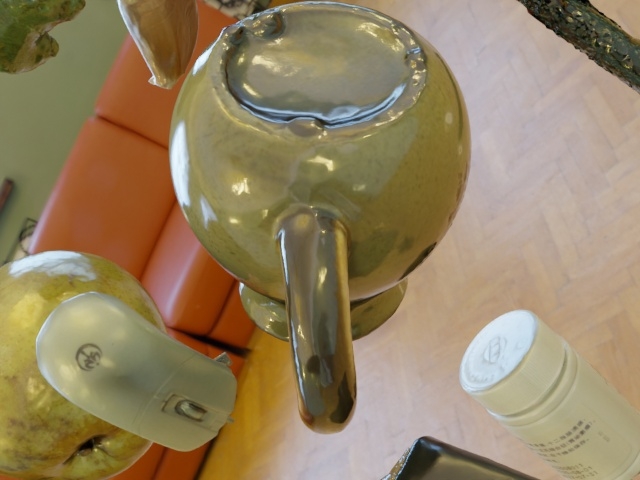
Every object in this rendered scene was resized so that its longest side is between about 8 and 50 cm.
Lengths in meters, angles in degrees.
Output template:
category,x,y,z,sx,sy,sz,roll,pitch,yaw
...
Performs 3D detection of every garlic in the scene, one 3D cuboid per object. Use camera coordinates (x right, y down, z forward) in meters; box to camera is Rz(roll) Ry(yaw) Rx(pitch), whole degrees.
category,x,y,z,sx,sy,sz,roll,pitch,yaw
garlic,-0.214,-0.297,0.879,0.198,0.090,0.129,86,-172,-65

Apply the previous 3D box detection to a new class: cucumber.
category,x,y,z,sx,sy,sz,roll,pitch,yaw
cucumber,0.291,-0.190,0.684,0.043,0.256,0.044,-54,-1,-29

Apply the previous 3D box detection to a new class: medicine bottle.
category,x,y,z,sx,sy,sz,roll,pitch,yaw
medicine bottle,0.420,0.290,1.248,0.190,0.332,0.190,-42,19,18

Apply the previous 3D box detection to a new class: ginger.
category,x,y,z,sx,sy,sz,roll,pitch,yaw
ginger,-0.319,-0.294,0.722,0.290,0.137,0.089,111,171,-48

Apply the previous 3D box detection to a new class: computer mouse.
category,x,y,z,sx,sy,sz,roll,pitch,yaw
computer mouse,-0.143,0.116,0.564,0.089,0.181,0.056,-55,19,0

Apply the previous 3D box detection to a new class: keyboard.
category,x,y,z,sx,sy,sz,roll,pitch,yaw
keyboard,-0.254,0.278,1.353,0.176,0.055,0.014,-33,62,-12

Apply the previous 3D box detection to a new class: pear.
category,x,y,z,sx,sy,sz,roll,pitch,yaw
pear,-0.325,0.166,0.887,0.304,0.304,0.304,-33,43,38

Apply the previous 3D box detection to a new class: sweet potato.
category,x,y,z,sx,sy,sz,roll,pitch,yaw
sweet potato,0.167,0.664,1.798,0.274,0.067,0.067,-55,31,-12

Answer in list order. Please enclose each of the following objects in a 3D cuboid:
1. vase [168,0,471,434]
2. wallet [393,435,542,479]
category,x,y,z,sx,sy,sz,roll,pitch,yaw
vase,0.000,0.000,0.581,0.302,0.240,0.329,91,179,-52
wallet,0.154,0.258,0.501,0.245,0.052,0.168,18,55,22
